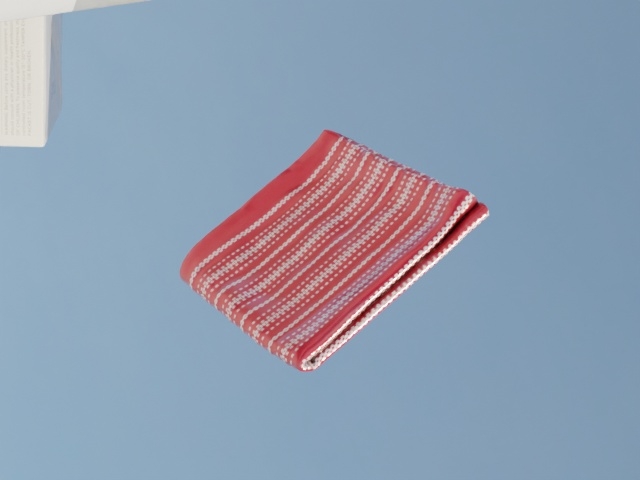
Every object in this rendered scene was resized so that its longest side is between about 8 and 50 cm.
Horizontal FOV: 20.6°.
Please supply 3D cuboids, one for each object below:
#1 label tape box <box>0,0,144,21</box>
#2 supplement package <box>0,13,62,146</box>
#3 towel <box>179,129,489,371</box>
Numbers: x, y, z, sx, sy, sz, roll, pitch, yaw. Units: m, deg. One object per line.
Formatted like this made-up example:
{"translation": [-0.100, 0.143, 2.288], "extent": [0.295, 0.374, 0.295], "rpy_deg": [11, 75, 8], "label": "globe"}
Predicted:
{"translation": [-0.194, -0.269, 1.135], "extent": [0.249, 0.348, 0.115], "rpy_deg": [58, -36, 26], "label": "label tape box"}
{"translation": [-0.364, -0.179, 1.439], "extent": [0.177, 0.293, 0.175], "rpy_deg": [-106, -163, -75], "label": "supplement package"}
{"translation": [0.000, 0.000, 1.440], "extent": [0.031, 0.199, 0.275], "rpy_deg": [53, -10, -26], "label": "towel"}
